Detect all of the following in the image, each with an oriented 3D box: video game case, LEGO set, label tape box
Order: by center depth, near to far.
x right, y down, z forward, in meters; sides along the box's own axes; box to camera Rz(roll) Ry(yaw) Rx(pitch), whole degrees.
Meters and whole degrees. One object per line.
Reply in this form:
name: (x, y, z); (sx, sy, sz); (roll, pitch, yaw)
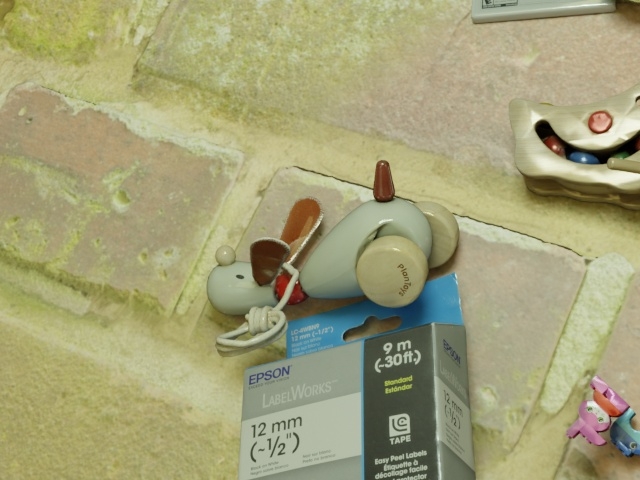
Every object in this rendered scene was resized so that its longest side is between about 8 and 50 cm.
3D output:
LEGO set: (0.353, 0.262, 1.218); (0.093, 0.087, 0.227); (-46, 66, 4)
label tape box: (0.038, 0.194, 1.287); (0.249, 0.115, 0.347); (-17, 54, 24)
video game case: (0.303, -0.379, 1.531); (0.190, 0.022, 0.173); (-1, 69, 20)

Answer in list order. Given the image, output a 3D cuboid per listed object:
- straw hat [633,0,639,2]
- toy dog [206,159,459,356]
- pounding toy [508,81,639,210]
straw hat: (0.415, -0.339, 1.453); (0.144, 0.061, 0.144); (-1, 63, 1)
toy dog: (0.000, 0.000, 1.387); (0.334, 0.220, 0.161); (-17, 105, 5)
pounding toy: (0.350, -0.133, 1.337); (0.270, 0.155, 0.154); (10, 77, 23)
